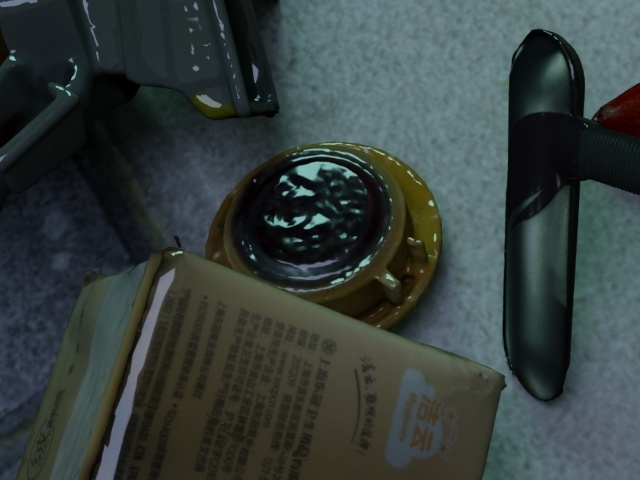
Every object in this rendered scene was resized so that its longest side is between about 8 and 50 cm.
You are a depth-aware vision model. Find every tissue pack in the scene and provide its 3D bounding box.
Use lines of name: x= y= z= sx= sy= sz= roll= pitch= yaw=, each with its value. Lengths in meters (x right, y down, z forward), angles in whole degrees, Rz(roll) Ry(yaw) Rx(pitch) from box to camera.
tissue pack: x=-0.070 y=0.188 z=0.838 sx=0.238 sy=0.238 sz=0.305 roll=9 pitch=73 yaw=21

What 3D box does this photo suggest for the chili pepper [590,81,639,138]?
chili pepper: x=0.231 y=-0.076 z=0.905 sx=0.169 sy=0.065 sz=0.088 roll=-9 pitch=94 yaw=22

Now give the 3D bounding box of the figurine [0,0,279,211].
figurine: x=-0.177 y=-0.131 z=0.993 sx=0.285 sy=0.167 sz=0.342 roll=-14 pitch=23 yaw=10

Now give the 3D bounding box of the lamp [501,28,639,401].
lamp: x=0.224 y=0.015 z=0.828 sx=0.283 sy=0.124 sz=0.203 roll=8 pitch=115 yaw=10

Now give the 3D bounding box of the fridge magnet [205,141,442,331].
fridge magnet: x=0.000 y=0.000 z=0.940 sx=0.143 sy=0.063 sz=0.143 roll=-6 pitch=59 yaw=9
